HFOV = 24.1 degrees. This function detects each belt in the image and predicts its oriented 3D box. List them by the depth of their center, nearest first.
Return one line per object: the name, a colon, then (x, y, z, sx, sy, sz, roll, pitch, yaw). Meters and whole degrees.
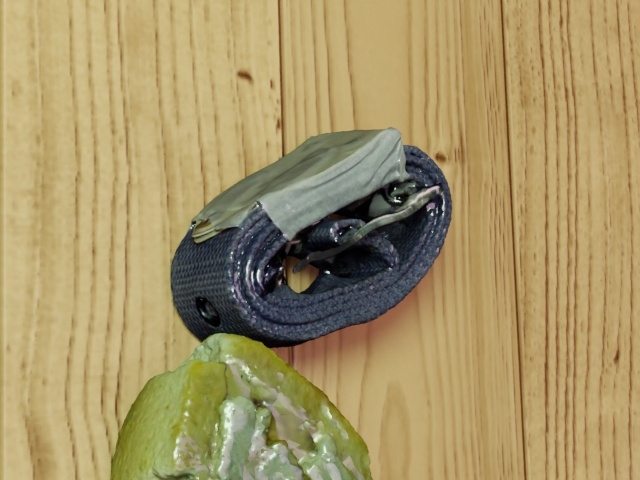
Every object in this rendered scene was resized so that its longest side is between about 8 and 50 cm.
belt: (0.000, 0.000, 1.174, 0.230, 0.126, 0.140, -30, 101, -33)

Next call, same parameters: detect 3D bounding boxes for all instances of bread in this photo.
bread: (-0.055, 0.201, 1.103, 0.186, 0.124, 0.257, -29, 97, -34)
